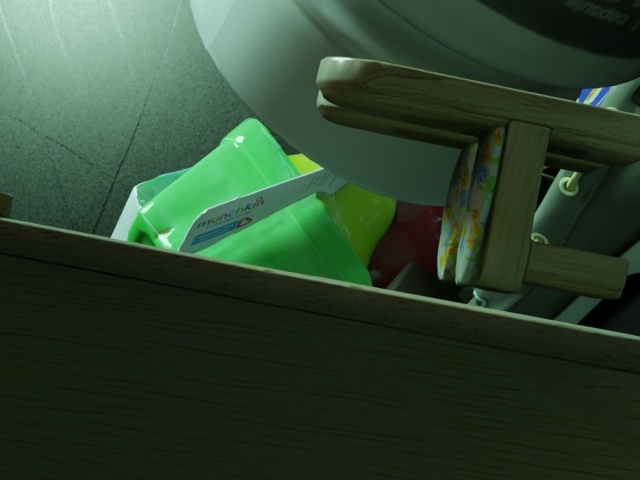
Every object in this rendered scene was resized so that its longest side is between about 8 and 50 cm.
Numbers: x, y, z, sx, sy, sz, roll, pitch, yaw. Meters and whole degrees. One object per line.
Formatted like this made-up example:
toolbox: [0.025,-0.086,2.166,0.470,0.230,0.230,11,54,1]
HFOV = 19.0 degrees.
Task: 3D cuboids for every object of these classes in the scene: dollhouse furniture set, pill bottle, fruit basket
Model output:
dollhouse furniture set: [-0.010,0.055,0.506,0.242,0.161,0.212,94,-173,-89]
pill bottle: [0.108,-0.190,0.742,0.361,0.204,0.204,-51,-1,35]
fruit basket: [0.000,0.000,1.395,0.353,0.165,0.327,-32,-16,-34]

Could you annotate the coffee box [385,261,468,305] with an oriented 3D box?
coffee box: [-0.027,0.170,0.797,0.297,0.119,0.168,-49,-1,35]

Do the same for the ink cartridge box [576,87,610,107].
ink cartridge box: [0.253,-0.157,1.334,0.176,0.069,0.371,-50,11,24]

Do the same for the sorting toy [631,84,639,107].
sorting toy: [0.246,-0.124,0.708,0.255,0.089,0.257,-49,0,4]

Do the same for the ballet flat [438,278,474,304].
ballet flat: [0.135,0.034,1.567,0.188,0.070,0.070,-51,0,-1]

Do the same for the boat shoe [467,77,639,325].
boat shoe: [0.143,-0.009,1.107,0.109,0.091,0.305,-49,0,-35]
